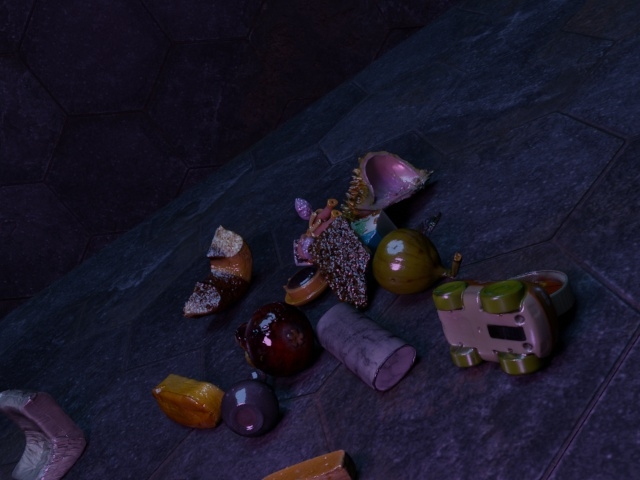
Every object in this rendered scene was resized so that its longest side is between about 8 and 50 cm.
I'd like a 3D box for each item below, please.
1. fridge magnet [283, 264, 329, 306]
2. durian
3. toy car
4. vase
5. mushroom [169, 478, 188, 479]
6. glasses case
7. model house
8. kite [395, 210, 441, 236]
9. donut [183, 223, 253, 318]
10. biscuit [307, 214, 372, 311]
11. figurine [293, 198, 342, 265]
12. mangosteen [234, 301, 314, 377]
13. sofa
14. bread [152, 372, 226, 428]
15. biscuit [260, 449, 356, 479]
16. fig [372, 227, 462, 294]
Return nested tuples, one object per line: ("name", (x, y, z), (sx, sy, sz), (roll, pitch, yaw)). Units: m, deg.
("fridge magnet", (-0.033, 0.112, 1.819), (0.143, 0.063, 0.143), (-31, 20, 13))
("durian", (0.136, -0.109, 1.908), (0.305, 0.186, 0.195), (-40, -15, -39))
("toy car", (0.334, 0.117, 1.248), (0.235, 0.145, 0.235), (-18, 11, 4))
("vase", (-0.140, 0.333, 1.500), (0.120, 0.120, 0.183), (-31, 8, 11))
("mushroom", (-0.312, 0.524, 1.407), (0.210, 0.072, 0.094), (-24, 14, 26))
("glasses case", (0.082, 0.212, 1.470), (0.114, 0.060, 0.299), (-44, 24, -8))
("model house", (0.116, 0.017, 1.741), (0.127, 0.100, 0.148), (-24, 32, 33))
("kite", (0.206, 0.000, 1.773), (0.232, 0.009, 0.189), (-33, 23, 7))
("donut", (-0.269, 0.117, 2.059), (0.112, 0.151, 0.294), (5, 63, 34))
("biscuit", (0.060, 0.054, 1.675), (0.131, 0.026, 0.236), (-48, 50, 16))
("figurine", (-0.005, -0.017, 1.857), (0.116, 0.240, 0.174), (-5, 59, -10))
("mangosteen", (-0.102, 0.223, 1.576), (0.180, 0.166, 0.166), (-28, 22, 43))
("sofa", (-0.757, 0.511, 1.854), (0.210, 0.225, 0.176), (-6, 33, 46))
("bread", (-0.305, 0.371, 1.654), (0.246, 0.102, 0.094), (-3, 38, 50))
("biscuit", (-0.025, 0.418, 1.233), (0.188, 0.056, 0.052), (-27, 23, 23))
("fig", (0.210, 0.048, 1.542), (0.187, 0.147, 0.142), (16, 27, 14))
